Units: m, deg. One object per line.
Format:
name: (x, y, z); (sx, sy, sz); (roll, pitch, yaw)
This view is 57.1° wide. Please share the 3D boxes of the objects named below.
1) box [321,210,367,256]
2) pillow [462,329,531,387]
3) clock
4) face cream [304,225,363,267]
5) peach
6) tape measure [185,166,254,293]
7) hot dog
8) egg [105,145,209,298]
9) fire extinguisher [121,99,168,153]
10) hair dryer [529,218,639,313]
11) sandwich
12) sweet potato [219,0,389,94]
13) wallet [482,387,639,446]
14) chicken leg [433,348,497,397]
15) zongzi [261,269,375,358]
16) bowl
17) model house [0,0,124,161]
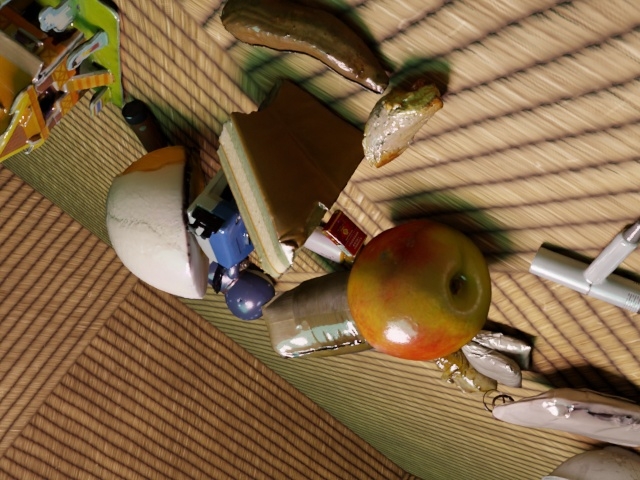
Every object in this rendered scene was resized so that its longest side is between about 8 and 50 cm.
box: (0.046, -0.012, 1.130); (0.082, 0.052, 0.023); (42, 156, -22)
pillow: (0.358, 0.237, 1.196); (0.134, 0.078, 0.181); (19, 163, 29)
clock: (-0.242, 0.126, 1.719); (0.243, 0.146, 0.199); (42, 154, -3)
face cream: (0.000, 0.000, 1.222); (0.182, 0.051, 0.072); (25, 157, 17)
peach: (0.154, 0.078, 0.943); (0.230, 0.231, 0.231); (28, 158, 12)
tape measure: (-0.156, -0.023, 1.163); (0.097, 0.215, 0.351); (29, 158, 9)
hot dog: (0.096, -0.154, 0.739); (0.061, 0.078, 0.169); (62, 149, 11)
egg: (-0.333, -0.035, 1.209); (0.200, 0.338, 0.337); (-4, 155, -1)
fire extinguisher: (-0.363, -0.223, 1.263); (0.062, 0.050, 0.177); (-12, 149, 5)
hair dryer: (0.363, 0.013, 0.769); (0.154, 0.044, 0.183); (21, 151, 25)
sandwich: (-0.074, -0.096, 0.879); (0.198, 0.228, 0.155); (34, 158, -5)
sweet potato: (-0.020, -0.248, 0.713); (0.232, 0.062, 0.081); (26, 173, 10)
wallet: (0.518, 0.346, 1.153); (0.334, 0.068, 0.275); (13, 160, 0)
chicken leg: (0.304, 0.290, 1.373); (0.227, 0.088, 0.103); (24, 170, 14)
zongzi: (0.125, 0.152, 1.292); (0.355, 0.174, 0.392); (-15, 167, 35)
bowl: (0.682, 0.560, 1.338); (0.313, 0.146, 0.313); (30, 158, 13)
model house: (-0.521, -0.277, 1.015); (0.242, 0.313, 0.357); (34, 158, -8)
